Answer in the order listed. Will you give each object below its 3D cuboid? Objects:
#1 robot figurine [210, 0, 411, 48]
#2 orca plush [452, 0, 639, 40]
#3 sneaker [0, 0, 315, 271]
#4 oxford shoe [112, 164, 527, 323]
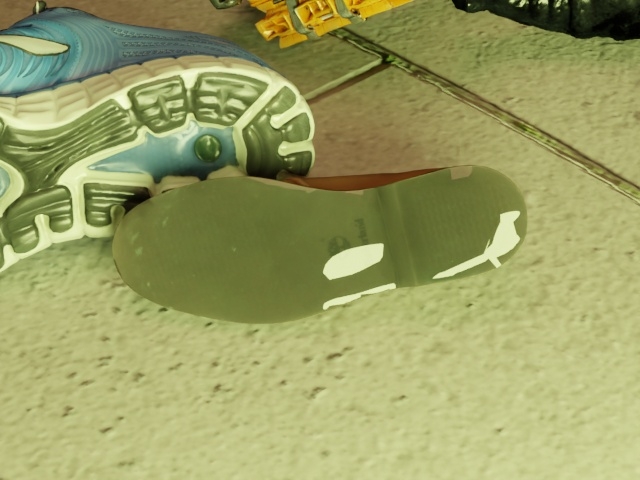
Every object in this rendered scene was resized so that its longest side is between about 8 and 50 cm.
[{"bbox_3d":[0.059,-0.216,1.088,0.211,0.085,0.291,-13,21,48],"label":"robot figurine"},{"bbox_3d":[0.227,-0.154,1.007,0.287,0.151,0.102,-9,67,-10],"label":"orca plush"},{"bbox_3d":[-0.175,-0.055,0.916,0.330,0.130,0.147,-4,24,-9],"label":"sneaker"},{"bbox_3d":[0.000,0.000,0.858,0.212,0.076,0.076,-4,5,5],"label":"oxford shoe"}]
